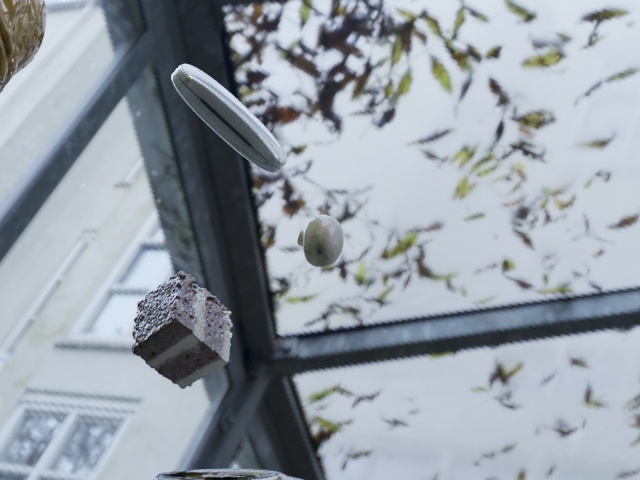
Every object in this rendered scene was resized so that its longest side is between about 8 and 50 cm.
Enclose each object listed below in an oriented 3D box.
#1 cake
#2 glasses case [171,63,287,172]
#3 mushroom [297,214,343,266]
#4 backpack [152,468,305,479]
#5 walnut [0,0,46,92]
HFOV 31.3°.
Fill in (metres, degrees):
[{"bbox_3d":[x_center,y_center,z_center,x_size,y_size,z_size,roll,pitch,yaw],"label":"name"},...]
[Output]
[{"bbox_3d":[-0.234,0.157,1.968,0.134,0.135,0.147,-35,-58,29],"label":"cake"},{"bbox_3d":[-0.122,-0.164,1.542,0.193,0.074,0.049,42,-77,-7],"label":"glasses case"},{"bbox_3d":[0.000,0.000,1.781,0.067,0.083,0.083,14,-39,23],"label":"mushroom"},{"bbox_3d":[-0.050,0.321,1.196,0.258,0.206,0.133,1,-66,-29],"label":"backpack"},{"bbox_3d":[-0.360,-0.233,1.054,0.193,0.193,0.226,-17,-75,42],"label":"walnut"}]
